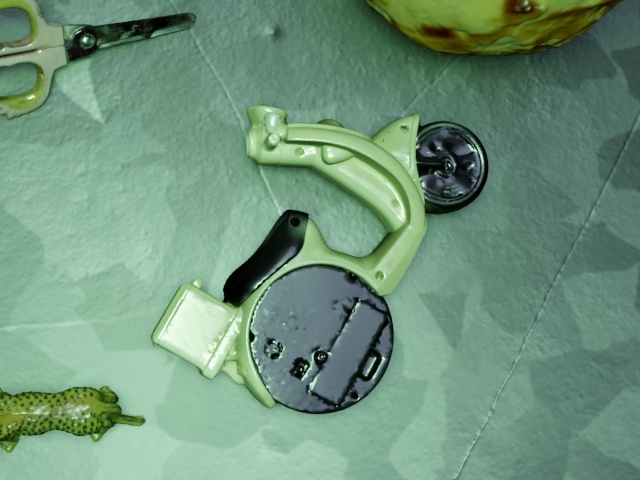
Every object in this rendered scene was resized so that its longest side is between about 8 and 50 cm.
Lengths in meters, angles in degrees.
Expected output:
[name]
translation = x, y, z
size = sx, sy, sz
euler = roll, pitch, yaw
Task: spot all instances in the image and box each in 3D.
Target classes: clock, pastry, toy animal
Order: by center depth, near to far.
[toy animal]
translation = -0.273, 0.183, 1.064
size = 0.181, 0.136, 0.073
euler = 0, 81, -9
[pastry]
translation = 0.191, -0.371, 1.120
size = 0.388, 0.313, 0.388
euler = 2, 43, -2
[clock]
translation = 0.000, 0.000, 1.143
size = 0.276, 0.120, 0.379
euler = 28, 79, -8

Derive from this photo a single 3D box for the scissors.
[scissors]
translation = -0.284, -0.218, 1.143
size = 0.317, 0.160, 0.024
euler = -17, 43, -23
